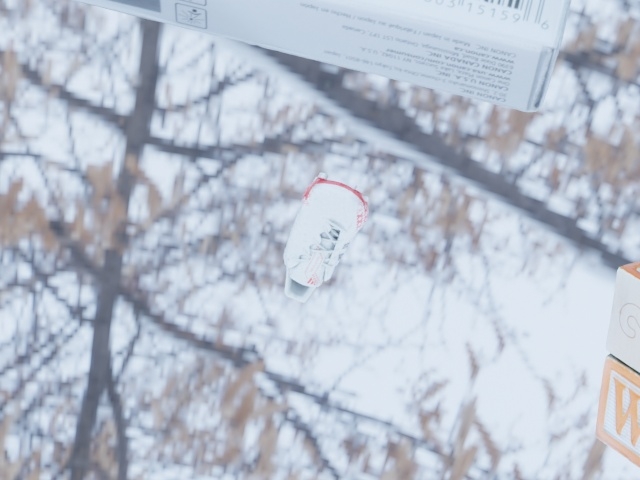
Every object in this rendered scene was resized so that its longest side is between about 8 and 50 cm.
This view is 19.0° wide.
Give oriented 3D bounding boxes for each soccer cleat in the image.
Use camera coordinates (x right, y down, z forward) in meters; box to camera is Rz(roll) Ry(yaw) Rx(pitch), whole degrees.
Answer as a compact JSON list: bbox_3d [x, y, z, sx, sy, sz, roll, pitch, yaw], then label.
[{"bbox_3d":[0.000,0.000,0.796,0.029,0.083,0.036,22,-113,-3],"label":"soccer cleat"}]

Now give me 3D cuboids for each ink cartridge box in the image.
[{"bbox_3d":[0.006,-0.206,0.976,0.275,0.060,0.239,14,-120,5],"label":"ink cartridge box"}]

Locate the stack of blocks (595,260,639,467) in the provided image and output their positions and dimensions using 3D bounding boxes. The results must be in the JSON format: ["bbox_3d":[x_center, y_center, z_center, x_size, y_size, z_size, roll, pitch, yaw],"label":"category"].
[{"bbox_3d":[0.275,0.091,0.778,0.171,0.087,0.297,-12,-151,-31],"label":"stack of blocks"}]
